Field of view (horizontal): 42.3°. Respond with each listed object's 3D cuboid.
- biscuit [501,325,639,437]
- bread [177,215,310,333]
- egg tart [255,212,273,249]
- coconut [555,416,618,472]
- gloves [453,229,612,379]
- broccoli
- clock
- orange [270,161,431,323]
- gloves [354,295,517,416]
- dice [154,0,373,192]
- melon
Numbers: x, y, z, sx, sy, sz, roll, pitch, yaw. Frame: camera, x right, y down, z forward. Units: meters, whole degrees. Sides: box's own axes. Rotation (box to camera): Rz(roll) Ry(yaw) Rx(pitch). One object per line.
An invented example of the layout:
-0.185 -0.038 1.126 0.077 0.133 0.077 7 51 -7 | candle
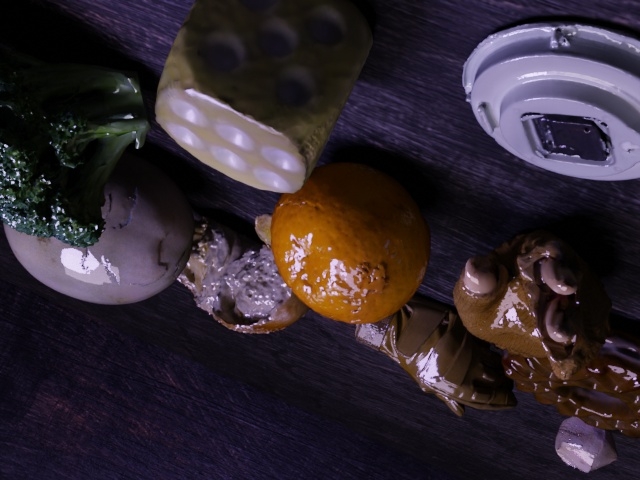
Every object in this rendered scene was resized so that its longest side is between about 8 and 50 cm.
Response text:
0.448 0.218 1.318 0.332 0.103 0.332 21 160 8 | biscuit
-0.137 0.072 1.519 0.314 0.171 0.192 24 180 31 | bread
0.001 -0.001 1.299 0.213 0.090 0.212 21 159 9 | egg tart
0.554 0.425 1.711 0.124 0.110 0.110 18 160 34 | coconut
0.276 0.074 1.069 0.203 0.155 0.356 30 177 7 | gloves
-0.367 -0.141 1.141 0.275 0.308 0.308 -14 156 0 | broccoli
0.241 -0.113 0.784 0.236 0.053 0.236 23 160 9 | clock
0.040 0.002 1.096 0.219 0.193 0.219 46 146 46 | orange
0.217 0.202 1.483 0.331 0.154 0.141 31 163 3 | gloves
-0.056 -0.161 0.830 0.169 0.169 0.166 25 160 -2 | dice
-0.364 -0.026 1.402 0.330 0.268 0.268 14 160 5 | melon
